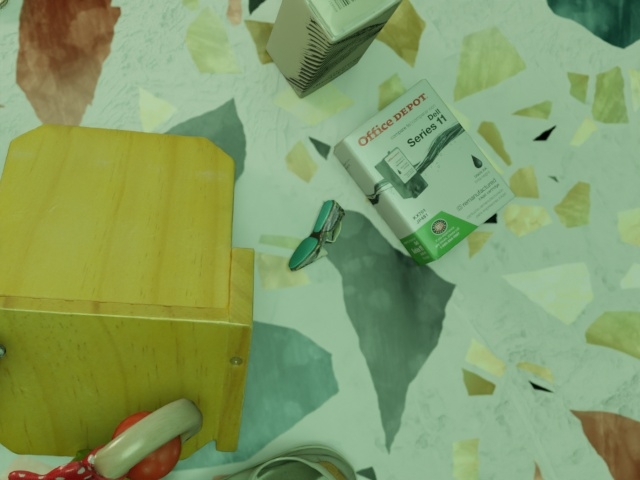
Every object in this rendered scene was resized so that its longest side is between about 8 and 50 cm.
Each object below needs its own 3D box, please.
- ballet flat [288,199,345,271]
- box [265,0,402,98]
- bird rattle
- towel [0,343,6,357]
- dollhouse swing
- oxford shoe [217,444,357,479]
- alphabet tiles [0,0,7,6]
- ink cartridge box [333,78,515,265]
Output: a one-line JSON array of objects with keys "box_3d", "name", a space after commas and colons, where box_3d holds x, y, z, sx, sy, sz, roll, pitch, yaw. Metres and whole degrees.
[{"box_3d": [0.000, 0.000, 1.237, 0.041, 0.041, 0.114, 32, 82, -5], "name": "ballet flat"}, {"box_3d": [0.010, -0.275, 1.142, 0.113, 0.275, 0.094, -34, 91, -9], "name": "box"}, {"box_3d": [-0.229, 0.246, 1.019, 0.207, 0.253, 0.143, -39, 70, -8], "name": "bird rattle"}, {"box_3d": [-0.547, 0.153, 1.039, 0.312, 0.056, 0.324, 33, 123, -4], "name": "towel"}, {"box_3d": [-0.271, 0.064, 1.179, 0.346, 0.305, 0.315, 4, 126, -9], "name": "dollhouse swing"}, {"box_3d": [-0.151, 0.393, 1.127, 0.449, 0.130, 0.169, -26, 86, -10], "name": "oxford shoe"}, {"box_3d": [-0.556, -0.396, 1.197, 0.284, 0.021, 0.278, 7, 84, -8], "name": "alphabet tiles"}, {"box_3d": [0.139, -0.093, 1.240, 0.153, 0.087, 0.208, -38, 90, -10], "name": "ink cartridge box"}]
